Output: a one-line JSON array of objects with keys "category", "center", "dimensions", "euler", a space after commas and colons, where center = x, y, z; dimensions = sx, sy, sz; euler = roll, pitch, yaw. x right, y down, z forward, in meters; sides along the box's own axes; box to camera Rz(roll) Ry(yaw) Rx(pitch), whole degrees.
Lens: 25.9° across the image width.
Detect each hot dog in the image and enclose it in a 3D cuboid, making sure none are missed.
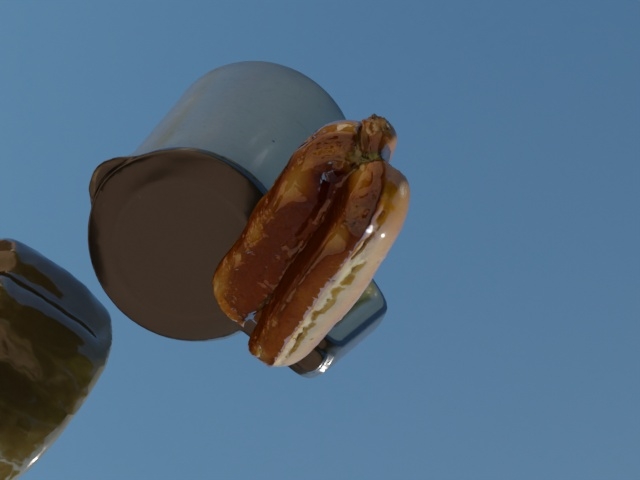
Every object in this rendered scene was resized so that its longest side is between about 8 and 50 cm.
[{"category": "hot dog", "center": [0.000, 0.000, 1.292], "dimensions": [0.135, 0.100, 0.337], "euler": [57, -37, 18]}]

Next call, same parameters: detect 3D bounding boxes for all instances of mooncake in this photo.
[{"category": "mooncake", "center": [-0.473, 0.170, 1.873], "dimensions": [0.378, 0.201, 0.378], "euler": [-34, -152, 21]}]

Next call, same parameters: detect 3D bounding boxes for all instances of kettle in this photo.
[{"category": "kettle", "center": [-0.072, -0.012, 1.630], "dimensions": [0.250, 0.361, 0.377], "euler": [-43, -173, 21]}]
